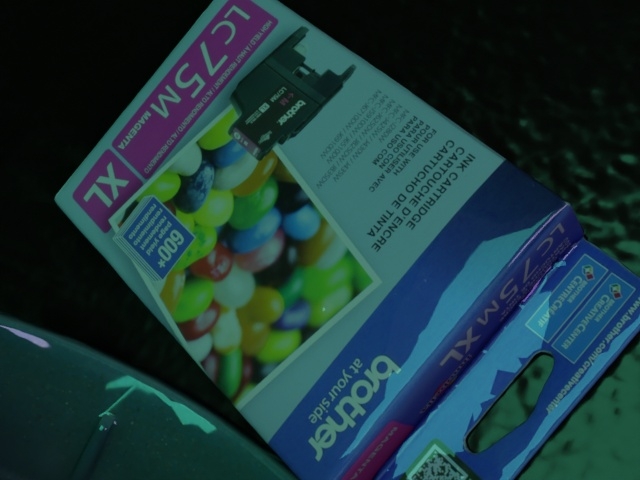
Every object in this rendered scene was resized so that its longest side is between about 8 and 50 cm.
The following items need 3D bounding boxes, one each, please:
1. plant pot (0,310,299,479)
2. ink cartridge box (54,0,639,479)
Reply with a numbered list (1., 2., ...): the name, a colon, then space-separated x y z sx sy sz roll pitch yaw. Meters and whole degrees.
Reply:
1. plant pot: -0.191 0.231 0.326 0.341 0.341 0.334 29 95 30
2. ink cartridge box: 0.000 0.000 0.449 0.311 0.065 0.186 42 94 28
